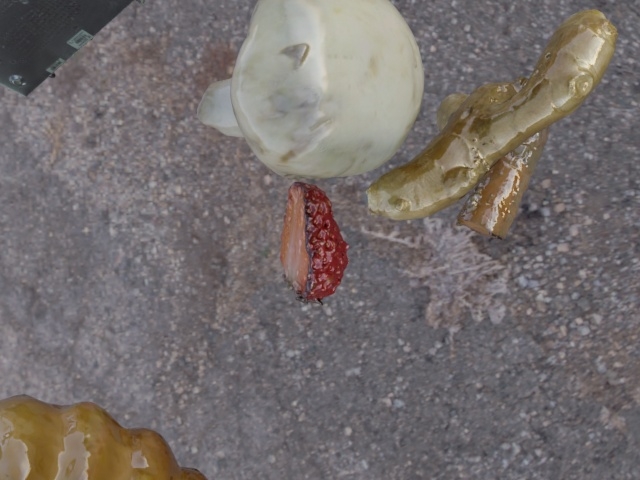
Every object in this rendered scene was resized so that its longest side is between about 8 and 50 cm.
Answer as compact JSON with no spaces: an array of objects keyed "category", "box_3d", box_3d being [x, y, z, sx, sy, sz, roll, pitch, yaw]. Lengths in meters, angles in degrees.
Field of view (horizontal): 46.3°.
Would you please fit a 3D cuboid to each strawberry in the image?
[{"category":"strawberry","box_3d":[0.000,0.000,1.372,0.190,0.111,0.236,-119,29,-54]}]

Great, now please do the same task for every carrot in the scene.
[{"category":"carrot","box_3d":[0.342,-0.124,1.328,0.102,0.102,0.263,29,88,35]}]

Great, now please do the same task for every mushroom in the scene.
[{"category":"mushroom","box_3d":[-0.033,-0.231,1.105,0.336,0.314,0.314,0,94,42]}]

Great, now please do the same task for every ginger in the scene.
[{"category":"ginger","box_3d":[0.258,-0.167,1.127,0.363,0.348,0.122,-13,127,49]}]

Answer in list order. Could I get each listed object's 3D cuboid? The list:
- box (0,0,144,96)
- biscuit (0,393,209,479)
[{"category":"box","box_3d":[-0.353,-0.279,0.872,0.270,0.211,0.045,-25,55,33]},{"category":"biscuit","box_3d":[-0.214,0.277,0.532,0.107,0.326,0.325,157,103,-77]}]
